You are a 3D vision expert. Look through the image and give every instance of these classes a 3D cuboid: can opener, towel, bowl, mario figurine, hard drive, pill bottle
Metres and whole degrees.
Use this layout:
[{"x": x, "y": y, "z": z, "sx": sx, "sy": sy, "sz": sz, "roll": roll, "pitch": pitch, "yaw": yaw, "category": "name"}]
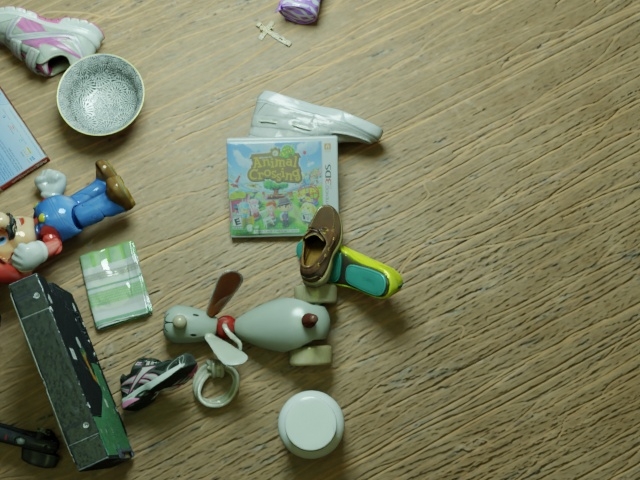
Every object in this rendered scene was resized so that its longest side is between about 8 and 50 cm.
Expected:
[{"x": -0.564, "y": 0.361, "z": 1.698, "sx": 0.186, "sy": 0.059, "sz": 0.073, "roll": 18, "pitch": 79, "yaw": 3, "category": "can opener"}, {"x": -0.394, "y": 0.085, "z": 1.778, "sx": 0.113, "sy": 0.023, "sz": 0.152, "roll": -16, "pitch": 78, "yaw": -5, "category": "towel"}, {"x": -0.425, "y": -0.275, "z": 1.827, "sx": 0.170, "sy": 0.080, "sz": 0.170, "roll": 0, "pitch": 78, "yaw": 0, "category": "bowl"}, {"x": -0.518, "y": -0.046, "z": 1.725, "sx": 0.320, "sy": 0.198, "sz": 0.170, "roll": -34, "pitch": 92, "yaw": -11, "category": "mario figurine"}, {"x": -0.435, "y": 0.238, "z": 1.636, "sx": 0.064, "sy": 0.237, "sz": 0.339, "roll": -24, "pitch": 80, "yaw": -5, "category": "hard drive"}, {"x": -0.016, "y": 0.325, "z": 1.632, "sx": 0.117, "sy": 0.208, "sz": 0.118, "roll": 0, "pitch": 78, "yaw": 0, "category": "pill bottle"}]

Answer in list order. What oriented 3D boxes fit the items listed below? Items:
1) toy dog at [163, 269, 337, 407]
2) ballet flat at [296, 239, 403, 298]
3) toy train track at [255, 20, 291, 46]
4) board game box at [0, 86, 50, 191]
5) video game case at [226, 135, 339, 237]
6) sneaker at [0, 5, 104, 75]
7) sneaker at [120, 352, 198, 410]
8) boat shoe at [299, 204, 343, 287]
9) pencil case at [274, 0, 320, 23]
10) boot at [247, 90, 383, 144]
[{"x": -0.117, "y": 0.157, "z": 1.693, "sx": 0.333, "sy": 0.161, "sz": 0.220, "roll": -20, "pitch": 78, "yaw": -5, "category": "toy dog"}, {"x": 0.059, "y": 0.051, "z": 1.752, "sx": 0.231, "sy": 0.077, "sz": 0.077, "roll": 23, "pitch": 112, "yaw": 35, "category": "ballet flat"}, {"x": -0.096, "y": -0.423, "z": 1.894, "sx": 0.083, "sy": 0.014, "sz": 0.048, "roll": 33, "pitch": 80, "yaw": 6, "category": "toy train track"}, {"x": -0.675, "y": -0.233, "z": 1.844, "sx": 0.145, "sy": 0.027, "sz": 0.281, "roll": -34, "pitch": 80, "yaw": -9, "category": "board game box"}, {"x": -0.071, "y": -0.103, "z": 1.780, "sx": 0.212, "sy": 0.023, "sz": 0.193, "roll": -1, "pitch": 103, "yaw": 0, "category": "video game case"}, {"x": -0.564, "y": -0.387, "z": 1.839, "sx": 0.252, "sy": 0.103, "sz": 0.111, "roll": 8, "pitch": 76, "yaw": 2, "category": "sneaker"}, {"x": -0.308, "y": 0.243, "z": 1.696, "sx": 0.178, "sy": 0.072, "sz": 0.077, "roll": -31, "pitch": 68, "yaw": 21, "category": "sneaker"}, {"x": 0.000, "y": 0.000, "z": 1.711, "sx": 0.064, "sy": 0.060, "sz": 0.178, "roll": -1, "pitch": 52, "yaw": 19, "category": "boat shoe"}, {"x": -0.031, "y": -0.545, "z": 1.882, "sx": 0.088, "sy": 0.086, "sz": 0.206, "roll": 17, "pitch": 74, "yaw": -32, "category": "pencil case"}, {"x": -0.015, "y": -0.200, "z": 1.817, "sx": 0.258, "sy": 0.095, "sz": 0.123, "roll": 17, "pitch": 87, "yaw": 10, "category": "boot"}]
